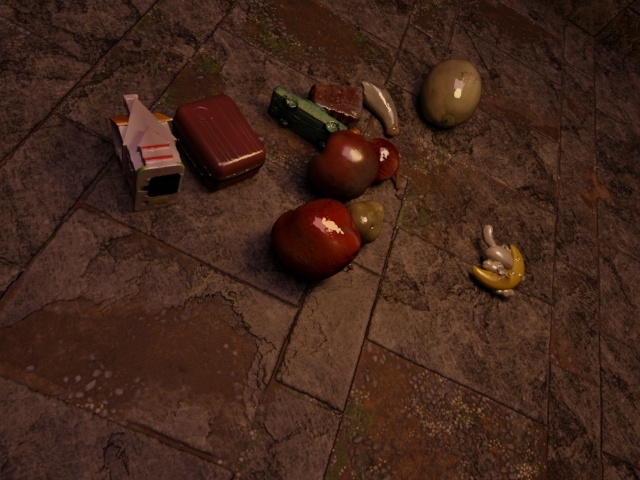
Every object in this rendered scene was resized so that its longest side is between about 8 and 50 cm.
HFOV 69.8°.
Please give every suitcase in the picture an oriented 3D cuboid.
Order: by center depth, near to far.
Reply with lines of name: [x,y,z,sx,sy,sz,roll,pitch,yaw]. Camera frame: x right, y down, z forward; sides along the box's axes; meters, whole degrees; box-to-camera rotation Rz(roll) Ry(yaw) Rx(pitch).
suitcase: [-0.349,-0.336,1.573,0.236,0.161,0.297,-28,79,-32]

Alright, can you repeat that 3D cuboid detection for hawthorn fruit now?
hawthorn fruit: [0.000,0.000,1.498,0.300,0.275,0.275,44,56,-10]

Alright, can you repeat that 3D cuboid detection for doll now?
doll: [0.713,0.095,1.839,0.252,0.111,0.237,35,72,-4]

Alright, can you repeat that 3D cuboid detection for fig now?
fig: [0.252,-0.309,1.828,0.207,0.175,0.175,10,60,-35]

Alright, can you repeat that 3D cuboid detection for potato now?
potato: [0.160,-0.078,1.667,0.157,0.157,0.194,44,55,3]

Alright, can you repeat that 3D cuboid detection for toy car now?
toy car: [-0.047,-0.469,1.769,0.321,0.141,0.097,31,59,-1]

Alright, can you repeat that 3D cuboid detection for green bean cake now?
green bean cake: [0.061,-0.575,1.909,0.233,0.097,0.198,9,63,-18]

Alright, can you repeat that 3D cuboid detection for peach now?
peach: [0.087,-0.267,1.672,0.252,0.252,0.252,10,61,-18]

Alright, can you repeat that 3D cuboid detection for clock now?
clock: [-0.539,-0.288,1.424,0.166,0.235,0.309,-15,71,-30]

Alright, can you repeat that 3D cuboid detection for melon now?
melon: [0.592,-0.663,2.079,0.268,0.268,0.330,24,66,-10]

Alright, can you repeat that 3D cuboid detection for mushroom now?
mushroom: [0.274,-0.578,2.001,0.118,0.103,0.270,-31,85,-33]

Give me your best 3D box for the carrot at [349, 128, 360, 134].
carrot: [0.081,-0.423,1.880,0.190,0.037,0.037,-21,74,-26]
